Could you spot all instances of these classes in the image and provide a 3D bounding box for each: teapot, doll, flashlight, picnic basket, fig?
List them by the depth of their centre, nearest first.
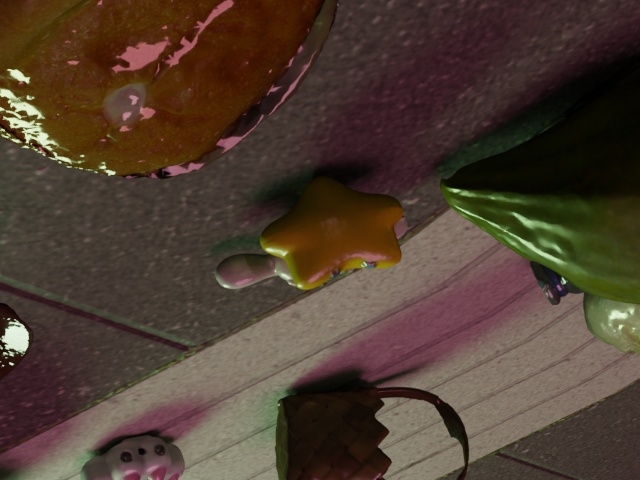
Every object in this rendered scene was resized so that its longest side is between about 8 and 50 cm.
[{"bbox_3d":[-0.007,0.002,0.799,0.135,0.071,0.113,-20,171,6],"label":"doll"},{"bbox_3d":[0.223,-0.026,0.809,0.234,0.167,0.167,-25,153,-13],"label":"fig"},{"bbox_3d":[0.221,0.013,1.006,0.083,0.063,0.049,-29,121,15],"label":"teapot"},{"bbox_3d":[-0.187,0.243,1.086,0.093,0.047,0.200,-6,147,-31],"label":"flashlight"},{"bbox_3d":[0.049,0.200,1.100,0.179,0.128,0.137,-9,152,-7],"label":"picnic basket"}]

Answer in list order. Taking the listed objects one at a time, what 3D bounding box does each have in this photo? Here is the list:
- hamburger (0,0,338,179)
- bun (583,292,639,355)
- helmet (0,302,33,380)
[{"bbox_3d":[-0.079,-0.113,0.491,0.185,0.113,0.177,-18,147,-27],"label":"hamburger"},{"bbox_3d":[0.324,0.058,1.035,0.183,0.102,0.183,-16,180,0],"label":"bun"},{"bbox_3d":[-0.252,0.044,0.625,0.175,0.106,0.155,-24,156,-11],"label":"helmet"}]
